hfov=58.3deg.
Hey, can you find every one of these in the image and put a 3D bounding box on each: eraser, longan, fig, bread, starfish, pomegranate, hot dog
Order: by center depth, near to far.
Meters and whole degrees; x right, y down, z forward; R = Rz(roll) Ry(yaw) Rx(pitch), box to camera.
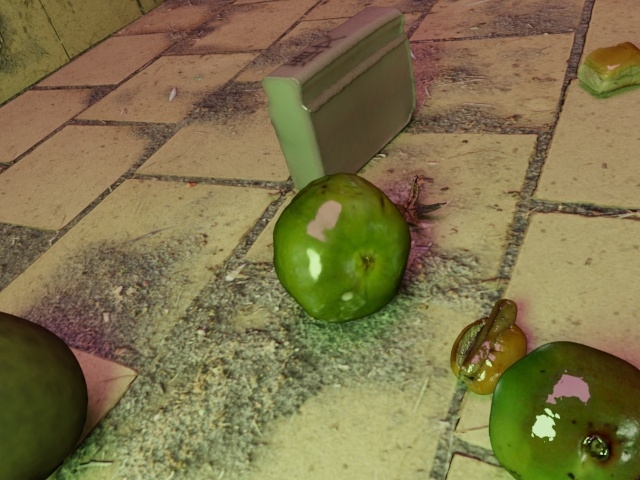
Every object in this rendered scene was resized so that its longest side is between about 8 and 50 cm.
[{"bbox_3d":[0.270,0.196,0.633,0.180,0.180,0.210,-17,0,0],"label":"pomegranate"},{"bbox_3d":[-0.483,0.235,0.762,0.319,0.319,0.319,-11,38,8],"label":"longan"},{"bbox_3d":[0.234,0.142,0.780,0.140,0.060,0.090,-35,45,-27],"label":"hot dog"},{"bbox_3d":[0.009,-0.015,0.925,0.233,0.233,0.314,-25,44,-10],"label":"fig"},{"bbox_3d":[0.170,-0.065,1.073,0.133,0.041,0.130,8,52,20],"label":"starfish"},{"bbox_3d":[0.060,-0.303,1.229,0.122,0.272,0.359,17,47,39],"label":"eraser"},{"bbox_3d":[0.641,-0.378,1.248,0.125,0.082,0.106,-13,32,0],"label":"bread"}]
